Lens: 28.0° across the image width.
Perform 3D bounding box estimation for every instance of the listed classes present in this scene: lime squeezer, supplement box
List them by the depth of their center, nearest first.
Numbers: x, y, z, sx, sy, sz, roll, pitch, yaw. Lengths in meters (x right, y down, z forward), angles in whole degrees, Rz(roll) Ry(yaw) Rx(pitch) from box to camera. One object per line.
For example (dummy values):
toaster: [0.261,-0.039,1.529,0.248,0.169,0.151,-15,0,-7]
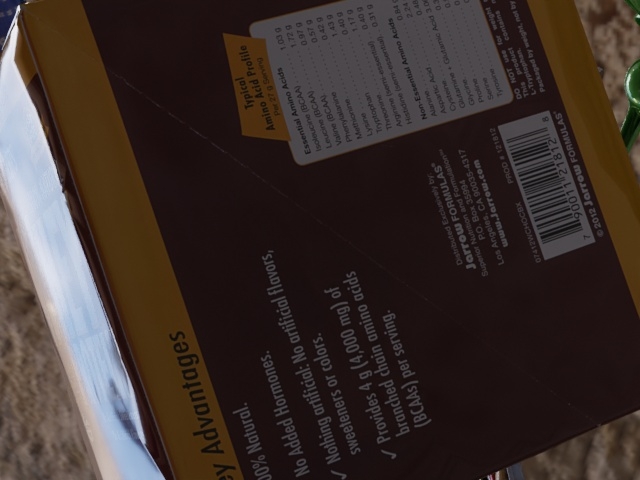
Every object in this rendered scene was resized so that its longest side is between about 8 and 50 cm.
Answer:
supplement box: [0.000,0.000,0.476,0.194,0.129,0.191,-18,-92,-22]
lime squeezer: [0.301,-0.150,1.194,0.110,0.059,0.310,-54,-25,-29]

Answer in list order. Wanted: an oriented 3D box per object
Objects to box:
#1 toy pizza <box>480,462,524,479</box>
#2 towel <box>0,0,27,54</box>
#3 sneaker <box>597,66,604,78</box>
toy pizza: [0.093,0.127,0.800,0.032,0.201,0.201,-14,-72,-2]
towel: [-0.350,-0.211,0.923,0.243,0.040,0.336,-17,-79,-3]
sneaker: [0.291,-0.186,1.548,0.042,0.118,0.067,-35,-102,-31]
